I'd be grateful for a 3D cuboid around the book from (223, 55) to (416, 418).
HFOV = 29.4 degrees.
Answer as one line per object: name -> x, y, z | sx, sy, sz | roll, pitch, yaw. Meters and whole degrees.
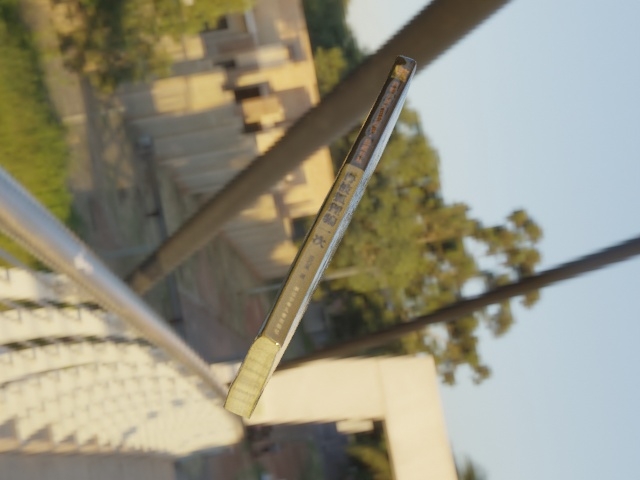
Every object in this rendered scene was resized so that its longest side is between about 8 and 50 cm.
book -> 0.000, 0.000, 0.835 | 0.228, 0.024, 0.160 | -63, 178, -27
